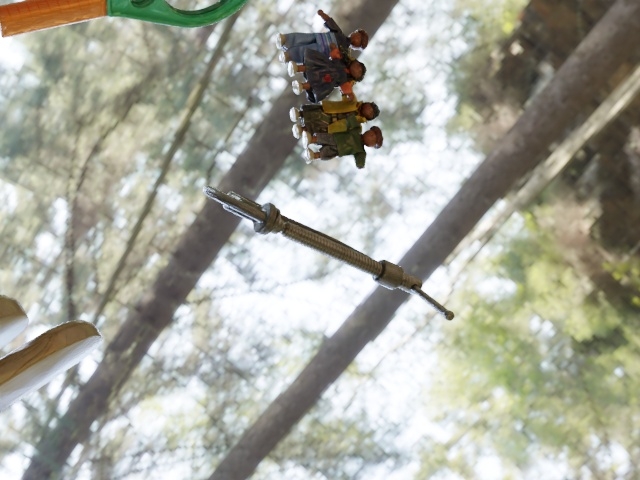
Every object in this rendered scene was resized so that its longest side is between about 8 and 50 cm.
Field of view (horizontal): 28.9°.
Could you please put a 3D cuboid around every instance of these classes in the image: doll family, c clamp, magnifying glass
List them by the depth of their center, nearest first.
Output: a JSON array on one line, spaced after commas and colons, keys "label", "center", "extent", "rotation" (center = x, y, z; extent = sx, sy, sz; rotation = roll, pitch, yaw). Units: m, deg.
[{"label": "c clamp", "center": [0.000, 0.000, 0.839], "extent": [0.160, 0.022, 0.137], "rotation": [24, -176, -24]}, {"label": "magnifying glass", "center": [-0.163, -0.211, 1.074], "extent": [0.231, 0.092, 0.026], "rotation": [-14, -125, -17]}, {"label": "doll family", "center": [0.019, -0.176, 1.441], "extent": [0.111, 0.076, 0.193], "rotation": [-11, -86, -15]}]

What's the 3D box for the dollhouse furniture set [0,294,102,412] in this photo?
[{"label": "dollhouse furniture set", "center": [-0.278, -0.099, 0.719], "extent": [0.362, 0.256, 0.394], "rotation": [58, -178, 12]}]
